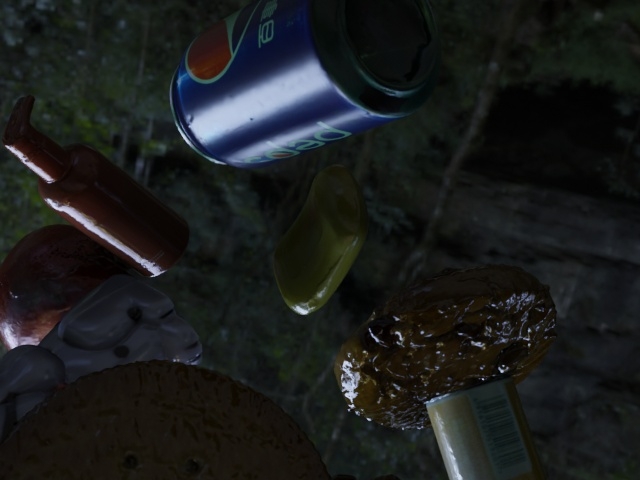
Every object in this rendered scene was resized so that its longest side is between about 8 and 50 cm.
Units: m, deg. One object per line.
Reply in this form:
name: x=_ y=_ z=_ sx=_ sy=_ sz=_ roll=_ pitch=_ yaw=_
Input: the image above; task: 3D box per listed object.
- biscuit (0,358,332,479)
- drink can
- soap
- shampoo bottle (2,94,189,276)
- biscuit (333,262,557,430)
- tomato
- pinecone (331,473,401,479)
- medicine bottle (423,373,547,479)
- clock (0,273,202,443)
biscuit: x=-0.129 y=0.237 z=0.877 sx=0.305 sy=0.038 sz=0.305 roll=4 pitch=-118 yaw=-7
drink can: x=-0.016 y=-0.121 z=0.796 sx=0.118 sy=0.118 sz=0.205 roll=-8 pitch=174 yaw=-39
soap: x=0.001 y=0.000 z=0.970 sx=0.045 sy=0.140 sz=0.089 roll=9 pitch=-138 yaw=-25
shampoo bottle: x=-0.238 y=-0.050 z=1.177 sx=0.085 sy=0.085 sz=0.244 roll=37 pitch=174 yaw=46
biscuit: x=0.158 y=0.136 z=1.330 sx=0.296 sy=0.296 sz=0.075 roll=-3 pitch=-132 yaw=-31
tomato: x=-0.298 y=0.075 z=1.256 sx=0.189 sy=0.173 sz=0.099 roll=46 pitch=-167 yaw=11
pinecone: x=0.056 y=0.389 z=1.393 sx=0.229 sy=0.201 sz=0.202 roll=-14 pitch=-141 yaw=32
medicine bottle: x=0.210 y=0.343 z=1.061 sx=0.108 sy=0.426 sz=0.108 roll=-16 pitch=169 yaw=-3
clock: x=-0.240 y=0.161 z=1.014 sx=0.189 sy=0.189 sz=0.254 roll=26 pitch=-143 yaw=31
